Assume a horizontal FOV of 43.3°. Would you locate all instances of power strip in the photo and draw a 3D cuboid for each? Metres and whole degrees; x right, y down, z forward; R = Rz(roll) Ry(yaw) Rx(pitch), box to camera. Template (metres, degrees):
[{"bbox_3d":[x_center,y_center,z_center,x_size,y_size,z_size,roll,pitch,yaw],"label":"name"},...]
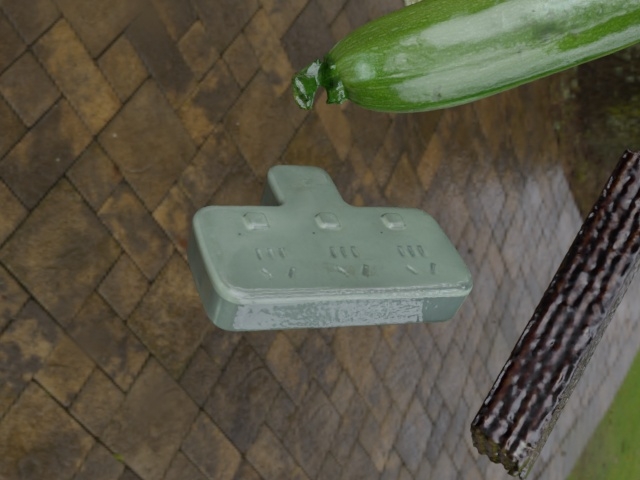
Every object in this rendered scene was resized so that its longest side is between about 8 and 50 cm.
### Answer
[{"bbox_3d":[0.000,-0.001,0.787,0.265,0.193,0.059,0,131,-26],"label":"power strip"}]

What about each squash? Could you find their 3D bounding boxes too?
[{"bbox_3d":[0.157,-0.181,0.702,0.101,0.379,0.101,-15,90,-86],"label":"squash"}]

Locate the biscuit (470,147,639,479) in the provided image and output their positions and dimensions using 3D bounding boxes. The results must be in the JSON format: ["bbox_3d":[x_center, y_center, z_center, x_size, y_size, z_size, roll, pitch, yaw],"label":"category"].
[{"bbox_3d":[0.282,0.078,0.888,0.388,0.073,0.107,-57,156,-15],"label":"biscuit"}]

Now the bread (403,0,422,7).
[{"bbox_3d":[0.136,-0.265,0.933,0.153,0.068,0.028,60,35,-41],"label":"bread"}]
